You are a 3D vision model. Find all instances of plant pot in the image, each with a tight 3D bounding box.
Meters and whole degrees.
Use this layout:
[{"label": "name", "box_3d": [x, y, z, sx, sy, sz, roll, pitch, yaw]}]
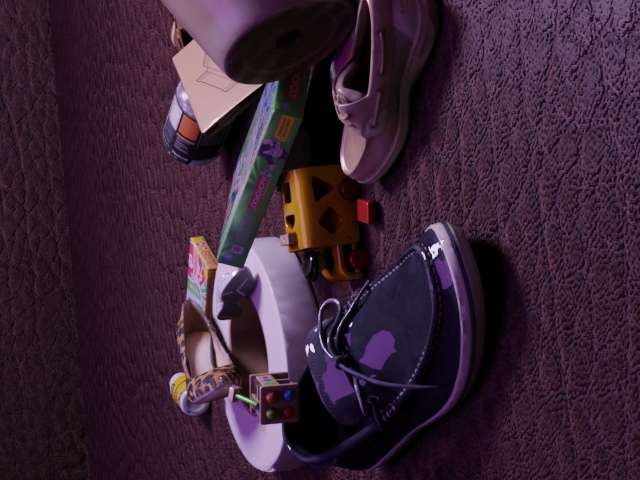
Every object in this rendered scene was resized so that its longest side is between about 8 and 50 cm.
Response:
[{"label": "plant pot", "box_3d": [-0.092, -0.376, 1.679, 0.280, 0.323, 0.323, 64, 153, 18]}]

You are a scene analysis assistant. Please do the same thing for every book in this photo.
[{"label": "book", "box_3d": [0.049, -0.245, 1.695, 0.144, 0.035, 0.096, 114, 147, -51]}]

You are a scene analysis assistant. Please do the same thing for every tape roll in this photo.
[{"label": "tape roll", "box_3d": [-0.091, 0.189, 2.102, 0.392, 0.072, 0.392, 174, 90, -68]}]

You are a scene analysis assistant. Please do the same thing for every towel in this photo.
[{"label": "towel", "box_3d": [-0.047, -0.122, 1.971, 0.148, 0.027, 0.110, -164, 69, -67]}]

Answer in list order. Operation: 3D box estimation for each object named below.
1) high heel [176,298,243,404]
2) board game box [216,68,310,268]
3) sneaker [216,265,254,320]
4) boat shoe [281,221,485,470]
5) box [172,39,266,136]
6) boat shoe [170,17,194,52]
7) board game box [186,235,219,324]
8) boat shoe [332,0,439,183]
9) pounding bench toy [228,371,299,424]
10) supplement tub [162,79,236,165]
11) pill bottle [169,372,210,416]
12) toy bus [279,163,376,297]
[{"label": "high heel", "box_3d": [-0.201, 0.182, 2.144, 0.261, 0.093, 0.186, 143, 113, -75]}, {"label": "board game box", "box_3d": [-0.081, -0.139, 1.863, 0.317, 0.046, 0.214, 115, 167, -44]}, {"label": "sneaker", "box_3d": [-0.147, 0.074, 2.047, 0.152, 0.053, 0.061, 119, 142, -56]}, {"label": "boat shoe", "box_3d": [0.071, 0.155, 1.579, 0.500, 0.156, 0.187, 118, 142, -53]}, {"label": "box", "box_3d": [-0.156, -0.287, 2.076, 0.164, 0.021, 0.201, -38, 48, 15]}, {"label": "boat shoe", "box_3d": [-0.244, -0.421, 2.351, 0.178, 0.064, 0.060, 98, 150, -45]}, {"label": "board game box", "box_3d": [-0.237, 0.134, 2.508, 0.124, 0.039, 0.259, -126, 34, -53]}, {"label": "boat shoe", "box_3d": [0.060, -0.192, 1.586, 0.302, 0.098, 0.109, 109, 148, -46]}, {"label": "pounding bench toy", "box_3d": [-0.074, 0.208, 1.640, 0.065, 0.083, 0.052, -147, 55, -70]}, {"label": "supplement tub", "box_3d": [-0.208, -0.226, 2.228, 0.190, 0.117, 0.117, 122, 137, -56]}, {"label": "pill bottle", "box_3d": [-0.274, 0.314, 2.599, 0.116, 0.065, 0.065, -149, 56, -64]}, {"label": "toy bus", "box_3d": [-0.003, -0.011, 1.784, 0.202, 0.104, 0.191, -118, 31, -45]}]
